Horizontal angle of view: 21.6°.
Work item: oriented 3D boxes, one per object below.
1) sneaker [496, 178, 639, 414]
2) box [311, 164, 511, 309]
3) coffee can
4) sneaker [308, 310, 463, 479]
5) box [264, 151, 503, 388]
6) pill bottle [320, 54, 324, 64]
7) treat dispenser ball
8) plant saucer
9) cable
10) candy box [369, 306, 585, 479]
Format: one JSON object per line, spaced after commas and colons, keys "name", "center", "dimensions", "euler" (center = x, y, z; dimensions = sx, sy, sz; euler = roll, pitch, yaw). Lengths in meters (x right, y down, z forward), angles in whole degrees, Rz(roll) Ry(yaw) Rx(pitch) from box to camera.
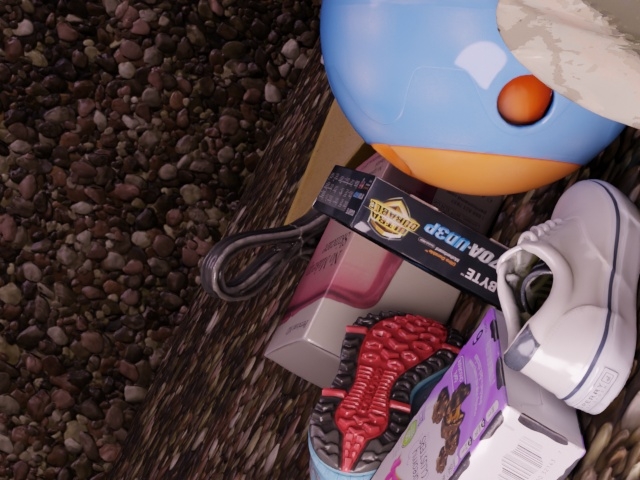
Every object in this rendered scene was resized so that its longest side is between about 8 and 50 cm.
{"name": "sneaker", "center": [0.181, 0.020, 1.244], "dimensions": [0.094, 0.091, 0.258], "euler": [-55, 12, 29]}
{"name": "box", "center": [0.093, -0.002, 1.500], "dimensions": [0.051, 0.175, 0.220], "euler": [-61, 11, 0]}
{"name": "coffee can", "center": [0.271, -0.243, 1.219], "dimensions": [0.275, 0.202, 0.201], "euler": [-64, 11, -17]}
{"name": "sneaker", "center": [0.047, 0.159, 1.476], "dimensions": [0.262, 0.104, 0.125], "euler": [-50, -27, -53]}
{"name": "box", "center": [0.062, 0.037, 1.682], "dimensions": [0.232, 0.127, 0.148], "euler": [-64, 11, -18]}
{"name": "pill bottle", "center": [0.110, -0.175, 1.790], "dimensions": [0.117, 0.208, 0.117], "euler": [-58, 11, 18]}
{"name": "treat dispenser ball", "center": [0.143, -0.181, 1.429], "dimensions": [0.288, 0.288, 0.288], "euler": [-58, 11, 17]}
{"name": "plant saucer", "center": [0.084, -0.169, 2.271], "dimensions": [0.332, 0.081, 0.332], "euler": [-48, 16, 47]}
{"name": "cable", "center": [0.000, 0.000, 1.763], "dimensions": [0.287, 0.072, 0.139], "euler": [-5, -69, -51]}
{"name": "candy box", "center": [0.107, 0.173, 1.247], "dimensions": [0.196, 0.070, 0.165], "euler": [-57, 10, 20]}
